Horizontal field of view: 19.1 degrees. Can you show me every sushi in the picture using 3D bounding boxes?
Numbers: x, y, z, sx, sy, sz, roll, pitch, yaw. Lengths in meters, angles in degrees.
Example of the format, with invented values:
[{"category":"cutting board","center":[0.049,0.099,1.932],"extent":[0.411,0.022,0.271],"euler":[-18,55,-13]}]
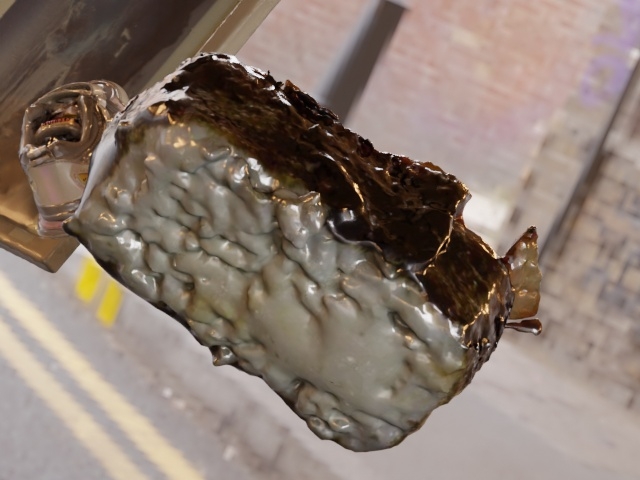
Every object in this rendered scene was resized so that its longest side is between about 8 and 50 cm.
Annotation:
[{"category":"sushi","center":[0.000,0.000,1.355],"extent":[0.343,0.196,0.182],"euler":[34,49,-3]}]

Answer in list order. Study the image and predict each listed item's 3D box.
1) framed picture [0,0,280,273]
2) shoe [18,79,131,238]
[{"category":"framed picture","center":[-0.230,-0.191,1.851],"extent":[0.326,0.446,0.028],"euler":[23,-23,37]},{"category":"shoe","center":[-0.209,-0.086,1.589],"extent":[0.089,0.092,0.180],"euler":[-10,40,16]}]
